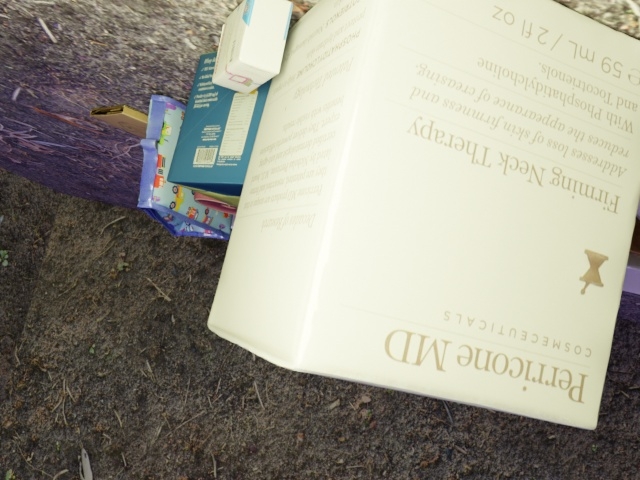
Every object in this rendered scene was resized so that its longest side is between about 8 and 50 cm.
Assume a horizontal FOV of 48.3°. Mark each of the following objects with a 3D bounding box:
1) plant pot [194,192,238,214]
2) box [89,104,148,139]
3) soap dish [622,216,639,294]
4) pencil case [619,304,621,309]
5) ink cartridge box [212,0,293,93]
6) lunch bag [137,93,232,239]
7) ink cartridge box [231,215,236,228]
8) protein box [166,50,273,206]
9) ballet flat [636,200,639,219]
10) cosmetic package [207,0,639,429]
[{"bbox_3d":[-0.155,-0.146,1.358,0.201,0.180,0.201,13,172,2],"label":"plant pot"},{"bbox_3d":[-0.396,-0.256,1.617,0.201,0.021,0.164,19,171,-42],"label":"box"},{"bbox_3d":[0.642,0.031,1.442,0.228,0.118,0.291,14,173,-2],"label":"soap dish"},{"bbox_3d":[0.466,0.110,1.515,0.306,0.119,0.133,27,-153,18],"label":"pencil case"},{"bbox_3d":[-0.084,-0.236,0.862,0.052,0.089,0.122,14,174,-24],"label":"ink cartridge box"},{"bbox_3d":[-0.276,-0.142,1.431,0.138,0.221,0.293,3,168,14],"label":"lunch bag"},{"bbox_3d":[-0.233,-0.117,2.059,0.296,0.066,0.261,13,-152,4],"label":"ink cartridge box"},{"bbox_3d":[-0.091,-0.159,1.028,0.136,0.201,0.199,20,171,-42],"label":"protein box"},{"bbox_3d":[0.484,-0.071,1.032,0.280,0.096,0.095,19,171,-36],"label":"ballet flat"},{"bbox_3d":[0.108,-0.040,0.791,0.329,0.394,0.327,16,173,-21],"label":"cosmetic package"}]
